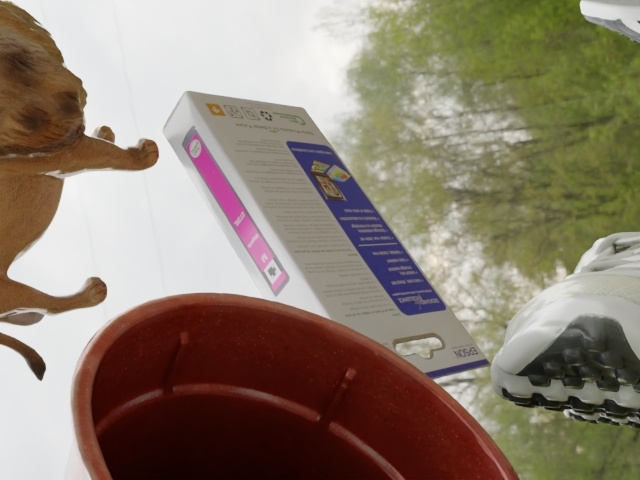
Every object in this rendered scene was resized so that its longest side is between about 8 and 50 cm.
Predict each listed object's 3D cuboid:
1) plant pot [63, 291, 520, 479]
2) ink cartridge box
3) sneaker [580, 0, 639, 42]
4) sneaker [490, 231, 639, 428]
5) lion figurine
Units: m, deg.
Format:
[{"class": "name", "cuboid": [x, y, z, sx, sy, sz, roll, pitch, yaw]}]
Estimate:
[{"class": "plant pot", "cuboid": [-0.054, 0.217, 0.495, 0.265, 0.272, 0.272, -63, -10, 22]}, {"class": "ink cartridge box", "cuboid": [0.000, 0.000, 0.815, 0.176, 0.069, 0.371, -2, -133, -48]}, {"class": "sneaker", "cuboid": [0.392, -0.215, 0.918, 0.079, 0.217, 0.121, -34, -55, -30]}, {"class": "sneaker", "cuboid": [0.169, 0.045, 0.463, 0.292, 0.110, 0.118, 28, -111, -63]}, {"class": "lion figurine", "cuboid": [-0.312, -0.029, 0.800, 0.240, 0.142, 0.392, 4, -73, -54]}]
